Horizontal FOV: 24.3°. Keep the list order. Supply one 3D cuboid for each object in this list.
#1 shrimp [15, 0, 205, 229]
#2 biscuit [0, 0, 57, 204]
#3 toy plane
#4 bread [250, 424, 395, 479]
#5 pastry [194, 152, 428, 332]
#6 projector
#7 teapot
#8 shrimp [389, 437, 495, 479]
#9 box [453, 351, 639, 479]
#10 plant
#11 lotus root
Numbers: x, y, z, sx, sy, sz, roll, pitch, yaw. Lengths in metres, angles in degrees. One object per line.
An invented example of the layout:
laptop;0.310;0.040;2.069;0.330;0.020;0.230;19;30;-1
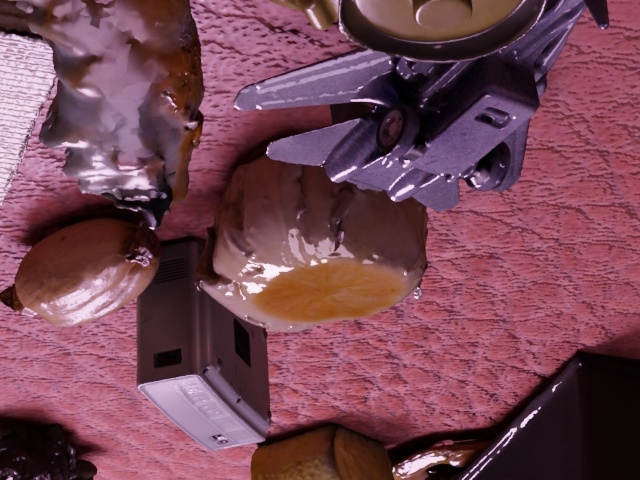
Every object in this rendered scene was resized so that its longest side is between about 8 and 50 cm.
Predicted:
shrimp;-0.174;-0.116;0.748;0.287;0.068;0.185;11;123;-25
biscuit;-0.227;-0.084;0.879;0.121;0.041;0.199;5;151;-23
toy plane;0.099;-0.098;0.833;0.212;0.088;0.267;16;147;-32
bread;0.002;0.248;1.469;0.114;0.111;0.129;-30;147;28
pastry;0.000;0.000;1.010;0.165;0.088;0.166;-2;151;-1
projector;-0.085;0.081;1.124;0.061;0.115;0.147;-13;151;13
teapot;0.036;-0.149;0.697;0.165;0.119;0.130;-11;150;15
shrimp;0.169;0.240;1.525;0.253;0.058;0.173;-15;142;19
box;0.268;0.300;1.395;0.251;0.204;0.345;17;137;-15
plant;-0.261;0.225;1.427;0.085;0.087;0.174;15;160;35
lotus root;-0.170;0.023;1.062;0.150;0.062;0.073;-22;139;32
